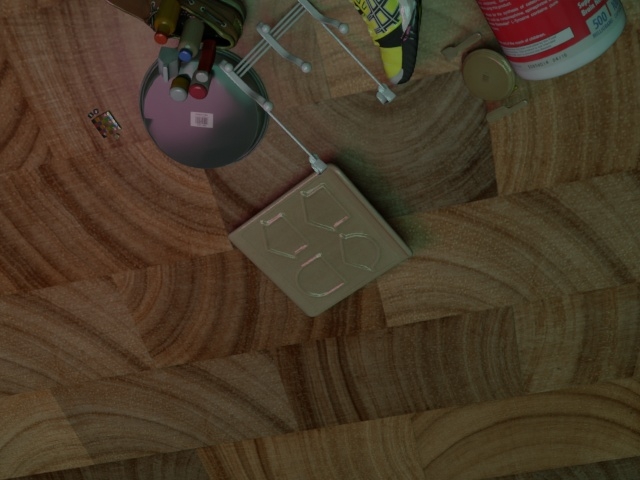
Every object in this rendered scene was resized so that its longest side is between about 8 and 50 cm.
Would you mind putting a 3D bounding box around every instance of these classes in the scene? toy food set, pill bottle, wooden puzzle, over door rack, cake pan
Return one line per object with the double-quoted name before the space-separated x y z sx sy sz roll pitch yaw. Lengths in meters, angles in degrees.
"toy food set" 0.354 -0.351 1.491 0.192 0.038 0.132 52 148 -13
"pill bottle" 0.380 -0.521 1.303 0.229 0.229 0.407 -30 117 18
"toy food set" -0.269 -0.344 1.388 0.111 0.104 0.232 8 143 -4
"wooden puzzle" -0.488 -0.264 1.607 0.049 0.006 0.083 -23 118 15
"over door rack" -0.013 -0.325 1.455 0.239 0.108 0.324 -46 113 -2
"cake pan" -0.261 -0.282 1.565 0.293 0.054 0.293 0 122 1
"wooden puzzle" 0.000 0.000 1.728 0.348 0.080 0.322 -32 116 24

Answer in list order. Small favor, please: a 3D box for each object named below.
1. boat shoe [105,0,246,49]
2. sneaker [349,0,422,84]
"boat shoe" -0.303 -0.466 1.405 0.307 0.104 0.111 13 145 -5
"sneaker" 0.121 -0.480 1.375 0.147 0.145 0.384 -1 135 11
